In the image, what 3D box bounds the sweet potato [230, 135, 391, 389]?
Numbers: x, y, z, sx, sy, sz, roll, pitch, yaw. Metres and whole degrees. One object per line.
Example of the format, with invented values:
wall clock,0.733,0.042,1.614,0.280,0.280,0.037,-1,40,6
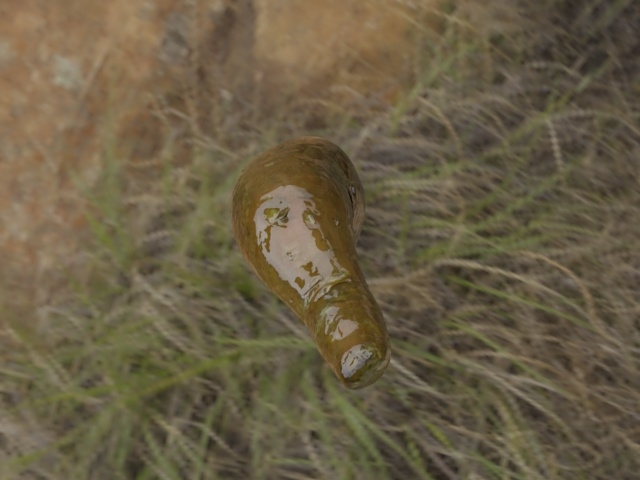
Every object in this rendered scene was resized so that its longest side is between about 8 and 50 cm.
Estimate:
sweet potato,-0.004,-0.005,1.028,0.079,0.346,0.108,-33,101,4
